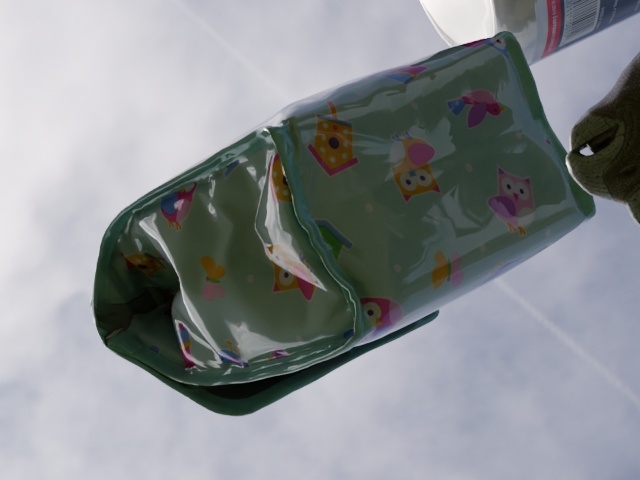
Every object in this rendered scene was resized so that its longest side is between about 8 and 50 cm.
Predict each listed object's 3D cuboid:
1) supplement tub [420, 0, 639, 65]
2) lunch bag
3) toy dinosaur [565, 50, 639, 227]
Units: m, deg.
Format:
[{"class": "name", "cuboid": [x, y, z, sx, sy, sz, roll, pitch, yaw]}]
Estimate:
[{"class": "supplement tub", "cuboid": [0.212, -0.264, 1.141, 0.272, 0.191, 0.191, -26, -100, -13]}, {"class": "lunch bag", "cuboid": [0.000, 0.000, 0.914, 0.262, 0.223, 0.160, -28, -93, 50]}, {"class": "toy dinosaur", "cuboid": [0.187, -0.137, 0.424, 0.160, 0.121, 0.313, 53, -55, 11]}]
